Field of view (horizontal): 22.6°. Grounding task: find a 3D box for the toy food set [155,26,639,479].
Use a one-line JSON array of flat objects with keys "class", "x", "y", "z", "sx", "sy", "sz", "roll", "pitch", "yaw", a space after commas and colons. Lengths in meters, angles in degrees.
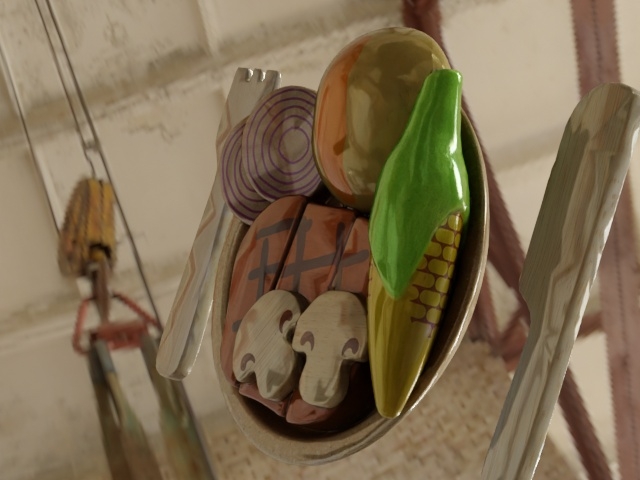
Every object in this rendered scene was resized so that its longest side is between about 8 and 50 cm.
[{"class": "toy food set", "x": 0.000, "y": 0.000, "z": 0.476, "sx": 0.038, "sy": 0.192, "sz": 0.132, "roll": 19, "pitch": -96, "yaw": -36}]
